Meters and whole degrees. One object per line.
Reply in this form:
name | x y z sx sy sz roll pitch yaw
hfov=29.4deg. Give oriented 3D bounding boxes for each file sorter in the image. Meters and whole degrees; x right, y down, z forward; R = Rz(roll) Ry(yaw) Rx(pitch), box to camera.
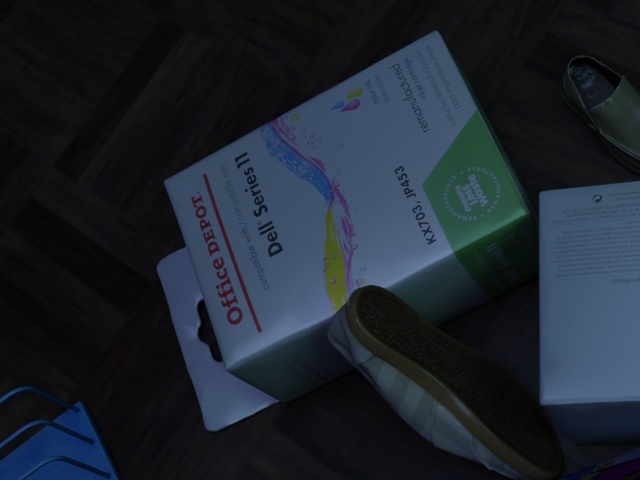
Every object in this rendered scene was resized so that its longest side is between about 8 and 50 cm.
file sorter | -0.251 0.233 1.092 0.118 0.104 0.170 -37 58 5

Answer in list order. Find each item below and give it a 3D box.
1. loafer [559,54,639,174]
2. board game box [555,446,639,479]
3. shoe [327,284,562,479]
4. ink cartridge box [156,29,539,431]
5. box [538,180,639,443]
loafer | 0.256 -0.107 1.043 0.056 0.050 0.148 -47 58 0
board game box | 0.246 0.171 0.745 0.318 0.318 0.066 -27 86 22
shoe | 0.098 0.120 0.967 0.058 0.219 0.076 -46 6 40
ink cartridge box | 0.000 0.000 1.071 0.353 0.119 0.207 -29 61 11
box | 0.225 0.059 0.937 0.091 0.130 0.171 -5 66 22
